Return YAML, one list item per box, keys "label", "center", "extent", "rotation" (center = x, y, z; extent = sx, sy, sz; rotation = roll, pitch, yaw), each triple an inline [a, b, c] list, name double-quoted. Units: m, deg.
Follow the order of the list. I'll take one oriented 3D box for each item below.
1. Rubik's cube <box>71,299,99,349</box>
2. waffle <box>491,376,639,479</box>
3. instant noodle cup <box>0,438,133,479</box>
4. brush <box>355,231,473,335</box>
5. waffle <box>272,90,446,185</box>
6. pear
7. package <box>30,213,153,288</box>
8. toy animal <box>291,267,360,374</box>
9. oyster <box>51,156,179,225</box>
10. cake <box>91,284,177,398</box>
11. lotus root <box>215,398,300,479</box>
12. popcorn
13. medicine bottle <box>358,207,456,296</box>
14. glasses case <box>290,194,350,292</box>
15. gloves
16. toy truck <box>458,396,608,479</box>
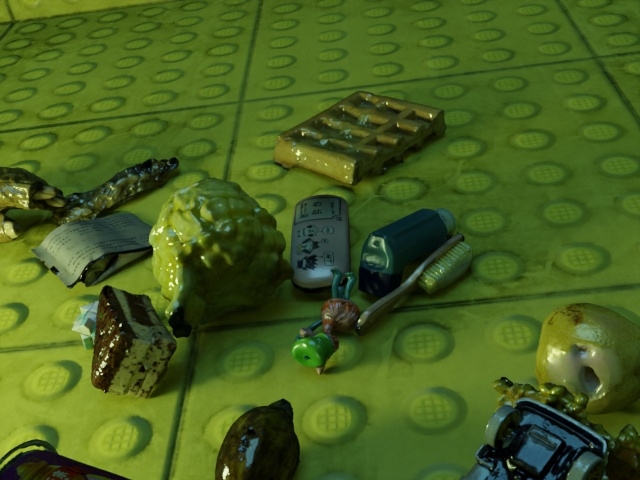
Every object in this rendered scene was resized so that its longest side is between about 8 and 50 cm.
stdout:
- label: "Rubik's cube"
  center: [-0.431, 0.164, 1.598]
  extent: [0.073, 0.075, 0.084]
  rotation: [-18, 36, -16]
- label: "waffle"
  center: [0.340, 0.272, 1.111]
  extent: [0.051, 0.232, 0.228]
  rotation: [-48, 26, -26]
- label: "instant noodle cup"
  center: [-0.260, 0.427, 0.996]
  extent: [0.266, 0.340, 0.340]
  rotation: [10, 37, 8]
- label: "brush"
  center: [0.184, 0.088, 1.572]
  extent: [0.067, 0.072, 0.313]
  rotation: [35, 54, 29]
- label: "waffle"
  center: [0.090, -0.260, 2.086]
  extent: [0.348, 0.077, 0.304]
  rotation: [-34, 40, -32]
- label: "pear"
  center: [0.416, 0.181, 1.289]
  extent: [0.178, 0.178, 0.178]
  rotation: [-6, 34, 4]
- label: "package"
  center: [-0.481, 0.006, 1.856]
  extent: [0.251, 0.062, 0.204]
  rotation: [-26, 39, -29]
- label: "toy animal"
  center: [0.008, 0.145, 1.515]
  extent: [0.103, 0.100, 0.208]
  rotation: [-14, 36, 35]
- label: "oyster"
  center: [-0.494, -0.131, 2.055]
  extent: [0.345, 0.079, 0.128]
  rotation: [-30, 31, -23]
- label: "cake"
  center: [-0.355, 0.183, 1.525]
  extent: [0.112, 0.135, 0.246]
  rotation: [20, 7, -27]
- label: "lotus root"
  center: [-0.092, 0.317, 1.256]
  extent: [0.120, 0.120, 0.209]
  rotation: [3, 39, 18]
- label: "popcorn"
  center: [-0.194, 0.027, 1.588]
  extent: [0.293, 0.293, 0.237]
  rotation: [-30, 37, -27]
- label: "medicine bottle"
  center: [0.172, 0.014, 1.655]
  extent: [0.079, 0.124, 0.258]
  rotation: [11, 27, 40]
- label: "glasses case"
  center: [0.000, 0.000, 1.730]
  extent: [0.122, 0.075, 0.314]
  rotation: [-4, 35, 4]
- label: "gloves"
  center: [-0.754, -0.085, 1.943]
  extent: [0.356, 0.155, 0.203]
  rotation: [-6, 43, 17]
- label: "toy truck"
  center: [0.196, 0.371, 0.993]
  extent: [0.146, 0.175, 0.367]
  rotation: [28, 69, 40]
